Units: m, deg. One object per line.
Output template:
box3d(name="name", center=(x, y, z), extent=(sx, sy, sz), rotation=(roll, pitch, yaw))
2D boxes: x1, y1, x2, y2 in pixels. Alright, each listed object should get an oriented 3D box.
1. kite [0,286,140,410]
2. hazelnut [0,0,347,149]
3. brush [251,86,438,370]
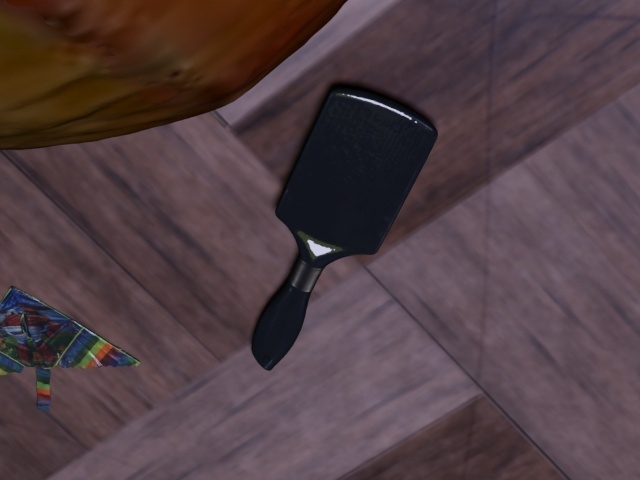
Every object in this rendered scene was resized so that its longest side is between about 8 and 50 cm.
box3d(name="kite", center=(-0.169, 0.065, 0.909), extent=(0.122, 0.004, 0.090), rotation=(-3, 121, 9))
box3d(name="hazelnut", center=(-0.123, -0.225, 0.514), extent=(0.420, 0.353, 0.421), rotation=(-8, 119, -16))
box3d(name="brush", center=(0.000, 0.000, 0.841), extent=(0.063, 0.016, 0.193), rotation=(23, 121, -7))
